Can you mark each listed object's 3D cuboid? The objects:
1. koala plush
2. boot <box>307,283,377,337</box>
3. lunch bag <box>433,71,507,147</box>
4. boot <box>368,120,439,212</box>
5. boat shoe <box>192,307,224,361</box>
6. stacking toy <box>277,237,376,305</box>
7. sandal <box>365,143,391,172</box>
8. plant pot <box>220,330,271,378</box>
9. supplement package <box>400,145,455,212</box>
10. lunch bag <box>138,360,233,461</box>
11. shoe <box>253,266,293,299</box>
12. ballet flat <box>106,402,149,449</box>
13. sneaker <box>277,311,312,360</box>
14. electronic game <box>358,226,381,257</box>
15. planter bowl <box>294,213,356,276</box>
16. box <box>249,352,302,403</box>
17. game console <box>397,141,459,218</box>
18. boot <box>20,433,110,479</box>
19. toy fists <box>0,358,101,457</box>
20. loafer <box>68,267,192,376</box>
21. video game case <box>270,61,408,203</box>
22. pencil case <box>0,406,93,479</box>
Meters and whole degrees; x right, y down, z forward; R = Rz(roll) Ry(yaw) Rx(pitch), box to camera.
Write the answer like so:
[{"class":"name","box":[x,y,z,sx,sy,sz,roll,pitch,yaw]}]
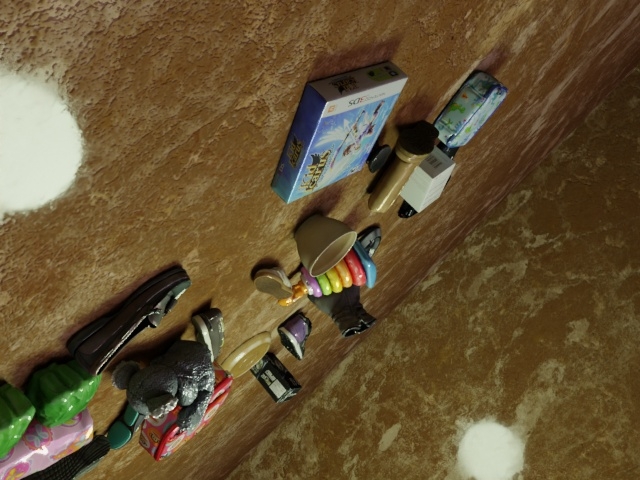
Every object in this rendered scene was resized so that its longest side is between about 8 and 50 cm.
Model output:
[{"class":"koala plush","box":[-0.375,0.340,1.320,0.203,0.196,0.221,-60,158,10]},{"class":"boot","box":[0.126,0.223,2.007,0.338,0.223,0.118,-24,153,-44]},{"class":"lunch bag","box":[0.431,-0.371,1.595,0.219,0.090,0.176,-52,162,26]},{"class":"boot","box":[0.209,-0.176,1.508,0.236,0.089,0.270,-37,163,-53]},{"class":"boat shoe","box":[-0.282,0.250,1.452,0.068,0.081,0.228,-31,155,-24]},{"class":"stacking toy","box":[0.002,0.110,1.671,0.301,0.166,0.175,-29,149,-9]},{"class":"sandal","box":[0.139,-0.212,1.419,0.067,0.040,0.179,-38,175,-2]},{"class":"plant pot","box":[-0.255,0.405,1.910,0.236,0.032,0.236,-38,160,-17]},{"class":"supplement package","box":[0.322,-0.193,1.715,0.105,0.105,0.179,-36,160,-24]},{"class":"lunch bag","box":[-0.394,0.492,1.655,0.293,0.120,0.258,-37,161,-46]},{"class":"shoe","box":[-0.131,0.109,1.519,0.076,0.058,0.219,-14,158,8]},{"class":"ballet flat","box":[-0.513,0.492,1.514,0.203,0.074,0.074,-55,158,23]},{"class":"sneaker","box":[-0.074,0.356,2.076,0.124,0.107,0.283,-44,162,-18]},{"class":"electronic game","box":[0.135,0.047,1.927,0.229,0.048,0.229,-46,163,-19]},{"class":"planter bowl","box":[0.000,0.000,1.458,0.162,0.109,0.162,-39,161,-16]},{"class":"box","box":[-0.170,0.508,2.069,0.077,0.180,0.147,-44,161,2]},{"class":"game console","box":[0.392,-0.221,1.900,0.213,0.044,0.361,-34,159,-32]},{"class":"boot","box":[-0.666,0.608,1.435,0.246,0.083,0.161,-19,155,-48]},{"class":"toy fists","box":[-0.539,0.308,1.035,0.279,0.096,0.142,-23,162,-50]},{"class":"loafer","box":[-0.359,0.163,1.105,0.267,0.084,0.096,-37,160,-19]},{"class":"video game case","box":[0.036,-0.220,1.145,0.244,0.061,0.270,-27,155,-38]},{"class":"pencil case","box":[-0.601,0.413,1.101,0.284,0.124,0.124,-22,151,-46]}]
